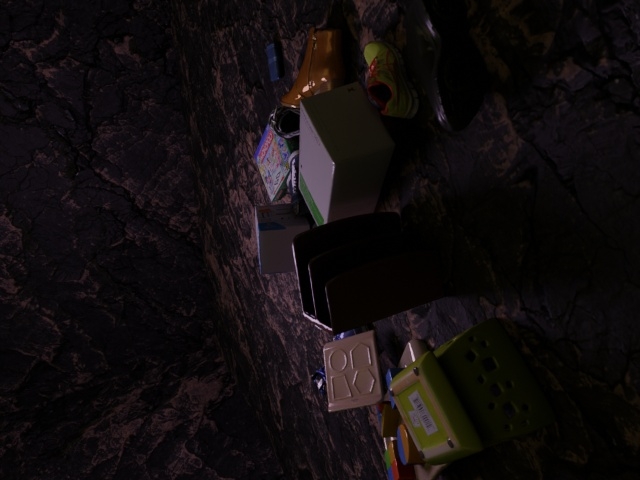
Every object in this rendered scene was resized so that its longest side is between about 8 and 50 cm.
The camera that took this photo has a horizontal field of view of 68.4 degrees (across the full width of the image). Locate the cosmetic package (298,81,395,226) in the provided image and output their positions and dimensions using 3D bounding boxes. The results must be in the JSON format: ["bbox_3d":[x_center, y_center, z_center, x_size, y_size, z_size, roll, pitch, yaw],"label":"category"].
[{"bbox_3d":[0.049,-0.181,1.172,0.365,0.155,0.197,93,154,-63],"label":"cosmetic package"}]

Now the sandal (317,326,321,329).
[{"bbox_3d":[0.018,0.167,1.542,0.169,0.102,0.416,44,141,31],"label":"sandal"}]

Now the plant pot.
[{"bbox_3d":[0.286,0.323,0.971,0.228,0.207,0.227,65,153,24],"label":"plant pot"}]

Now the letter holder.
[{"bbox_3d":[0.110,0.056,1.080,0.152,0.301,0.215,13,114,62],"label":"letter holder"}]

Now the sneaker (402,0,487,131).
[{"bbox_3d":[0.225,-0.337,0.893,0.130,0.109,0.286,147,116,-70],"label":"sneaker"}]

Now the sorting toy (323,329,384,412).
[{"bbox_3d":[0.095,0.380,1.368,0.193,0.038,0.208,-24,55,34],"label":"sorting toy"}]

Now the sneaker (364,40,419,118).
[{"bbox_3d":[0.138,-0.361,1.045,0.209,0.094,0.081,66,154,20],"label":"sneaker"}]

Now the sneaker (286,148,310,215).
[{"bbox_3d":[-0.054,-0.177,1.532,0.226,0.086,0.163,105,154,-62],"label":"sneaker"}]

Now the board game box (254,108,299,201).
[{"bbox_3d":[-0.160,-0.307,1.748,0.214,0.046,0.317,68,154,14],"label":"board game box"}]

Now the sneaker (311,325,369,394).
[{"bbox_3d":[0.066,0.398,1.494,0.127,0.182,0.316,27,127,56],"label":"sneaker"}]

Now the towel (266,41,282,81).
[{"bbox_3d":[-0.154,-0.604,1.597,0.067,0.029,0.120,21,121,60],"label":"towel"}]

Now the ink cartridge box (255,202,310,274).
[{"bbox_3d":[-0.134,-0.013,1.629,0.233,0.171,0.168,-114,22,-65],"label":"ink cartridge box"}]

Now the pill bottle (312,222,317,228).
[{"bbox_3d":[0.000,0.000,1.556,0.065,0.065,0.116,54,148,39],"label":"pill bottle"}]

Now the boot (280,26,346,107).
[{"bbox_3d":[-0.022,-0.483,1.326,0.295,0.104,0.211,22,117,54],"label":"boot"}]

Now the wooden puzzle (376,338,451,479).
[{"bbox_3d":[0.214,0.479,1.224,0.322,0.080,0.348,-96,15,-45],"label":"wooden puzzle"}]

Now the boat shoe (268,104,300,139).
[{"bbox_3d":[-0.103,-0.371,1.484,0.306,0.105,0.113,31,117,49],"label":"boat shoe"}]
